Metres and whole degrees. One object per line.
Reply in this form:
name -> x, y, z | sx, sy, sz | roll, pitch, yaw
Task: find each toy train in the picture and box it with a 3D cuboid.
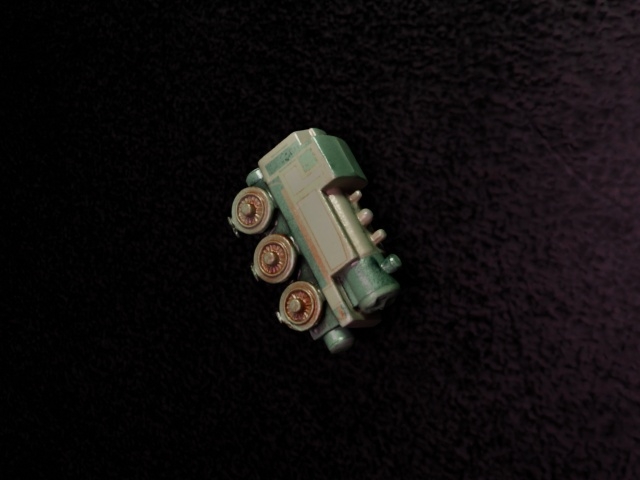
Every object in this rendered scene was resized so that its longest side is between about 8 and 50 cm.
toy train -> 0.000, 0.000, 0.726 | 0.125, 0.081, 0.194 | -38, 68, 25
